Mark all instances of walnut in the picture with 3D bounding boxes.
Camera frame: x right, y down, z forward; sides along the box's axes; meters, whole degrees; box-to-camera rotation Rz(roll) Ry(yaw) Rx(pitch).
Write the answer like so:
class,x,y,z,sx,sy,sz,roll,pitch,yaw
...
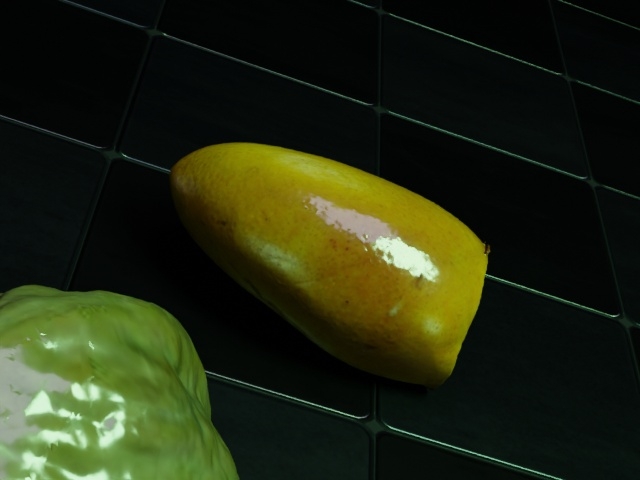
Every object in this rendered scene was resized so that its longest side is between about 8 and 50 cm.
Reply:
class,x,y,z,sx,sy,sz,roll,pitch,yaw
walnut,-0.151,0.140,0.648,0.227,0.283,0.283,23,29,26

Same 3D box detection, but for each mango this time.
class,x,y,z,sx,sy,sz,roll,pitch,yaw
mango,0.000,0.000,1.065,0.257,0.138,0.187,24,20,-10
